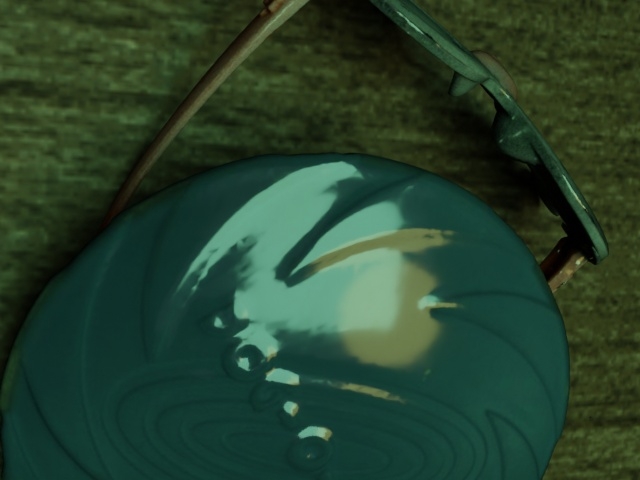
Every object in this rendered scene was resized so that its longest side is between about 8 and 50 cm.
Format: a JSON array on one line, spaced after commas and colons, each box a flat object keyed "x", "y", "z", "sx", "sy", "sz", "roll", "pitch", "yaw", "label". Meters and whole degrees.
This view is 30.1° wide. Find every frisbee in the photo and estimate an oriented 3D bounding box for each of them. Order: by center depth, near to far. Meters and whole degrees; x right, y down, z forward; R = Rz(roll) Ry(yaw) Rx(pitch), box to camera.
[{"x": -0.009, "y": 0.097, "z": 0.581, "sx": 0.289, "sy": 0.049, "sz": 0.289, "roll": -5, "pitch": 113, "yaw": -11, "label": "frisbee"}]

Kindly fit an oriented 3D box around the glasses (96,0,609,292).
[{"x": 0.000, "y": 0.000, "z": 0.633, "sx": 0.268, "sy": 0.118, "sz": 0.234, "roll": -42, "pitch": 118, "yaw": 6, "label": "glasses"}]
